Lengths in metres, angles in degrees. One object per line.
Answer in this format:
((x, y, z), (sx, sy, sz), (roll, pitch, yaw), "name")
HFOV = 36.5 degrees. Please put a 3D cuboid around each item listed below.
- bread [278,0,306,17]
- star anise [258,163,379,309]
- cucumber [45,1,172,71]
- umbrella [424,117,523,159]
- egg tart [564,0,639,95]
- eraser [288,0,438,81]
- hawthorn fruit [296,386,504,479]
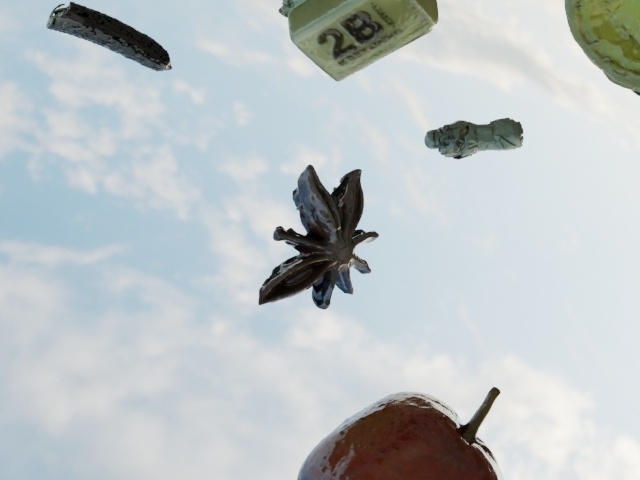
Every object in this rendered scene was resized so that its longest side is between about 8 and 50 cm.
((0.045, -0.589, 2.164), (0.252, 0.238, 0.196), (-5, -130, -32), "bread")
((0.002, -0.005, 1.604), (0.198, 0.258, 0.110), (14, 175, -37), "star anise")
((-0.386, -0.383, 1.826), (0.245, 0.067, 0.067), (17, -150, -31), "cucumber")
((0.222, -0.150, 1.409), (0.143, 0.062, 0.067), (-2, -134, 14), "umbrella")
((0.616, -0.430, 1.793), (0.132, 0.345, 0.345), (-32, -118, -24), "egg tart")
((0.056, -0.290, 1.277), (0.117, 0.172, 0.058), (36, -140, -42), "eraser")
((0.129, 0.322, 1.311), (0.287, 0.330, 0.287), (44, 179, 1), "hawthorn fruit")
